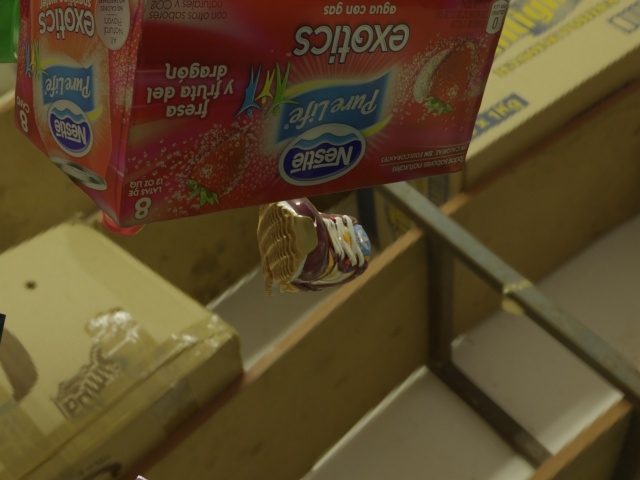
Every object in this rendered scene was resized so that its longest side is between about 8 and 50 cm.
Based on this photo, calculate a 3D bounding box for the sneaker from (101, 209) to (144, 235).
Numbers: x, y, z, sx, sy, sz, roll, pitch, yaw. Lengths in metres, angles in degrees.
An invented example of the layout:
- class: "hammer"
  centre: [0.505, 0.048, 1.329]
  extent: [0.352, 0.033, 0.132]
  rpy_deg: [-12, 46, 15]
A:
- class: "sneaker"
  centre: [-0.150, -0.055, 0.813]
  extent: [0.208, 0.081, 0.094]
  rpy_deg: [127, 165, -71]

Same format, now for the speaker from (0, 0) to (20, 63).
- class: "speaker"
  centre: [-0.408, -0.246, 0.854]
  extent: [0.296, 0.131, 0.131]
  rpy_deg: [13, -58, -9]

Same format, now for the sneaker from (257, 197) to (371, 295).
- class: "sneaker"
  centre: [0.000, 0.000, 0.722]
  extent: [0.083, 0.070, 0.185]
  rpy_deg: [-10, -5, -9]

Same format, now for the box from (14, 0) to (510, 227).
- class: "box"
  centre: [-0.029, -0.104, 0.555]
  extent: [0.256, 0.128, 0.123]
  rpy_deg: [-12, -53, -39]

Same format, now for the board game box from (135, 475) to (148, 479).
- class: "board game box"
  centre: [-0.058, 0.352, 0.736]
  extent: [0.208, 0.346, 0.056]
  rpy_deg: [-54, -22, -32]

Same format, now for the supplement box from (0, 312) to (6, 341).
- class: "supplement box"
  centre: [-0.412, 0.115, 1.087]
  extent: [0.056, 0.083, 0.083]
  rpy_deg: [50, -133, -74]
